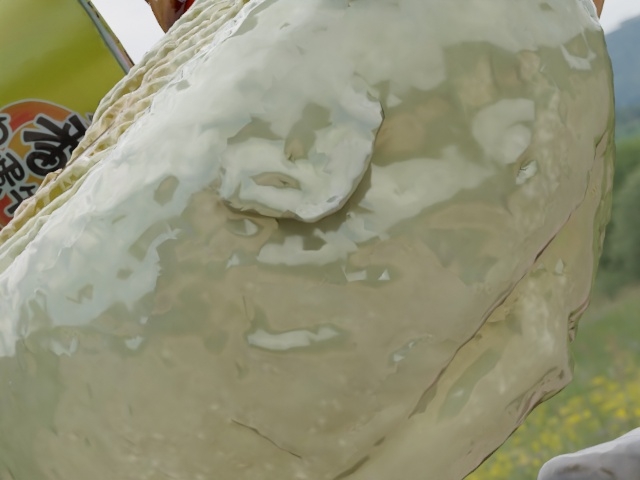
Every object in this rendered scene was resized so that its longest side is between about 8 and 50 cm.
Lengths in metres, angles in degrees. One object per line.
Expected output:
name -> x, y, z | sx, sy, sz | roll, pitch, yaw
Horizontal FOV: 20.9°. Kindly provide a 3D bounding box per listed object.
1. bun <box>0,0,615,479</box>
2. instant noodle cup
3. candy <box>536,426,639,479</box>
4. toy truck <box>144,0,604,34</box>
bun -> 0.000, 0.000, 0.512 | 0.244, 0.153, 0.244 | -49, 14, 17
instant noodle cup -> -0.246, -0.088, 1.276 | 0.200, 0.264, 0.264 | -38, 0, -10
candy -> 0.245, 0.260, 1.283 | 0.104, 0.234, 0.102 | -12, -6, -35
toy truck -> 0.013, -0.158, 0.941 | 0.264, 0.189, 0.239 | 11, 2, -9
